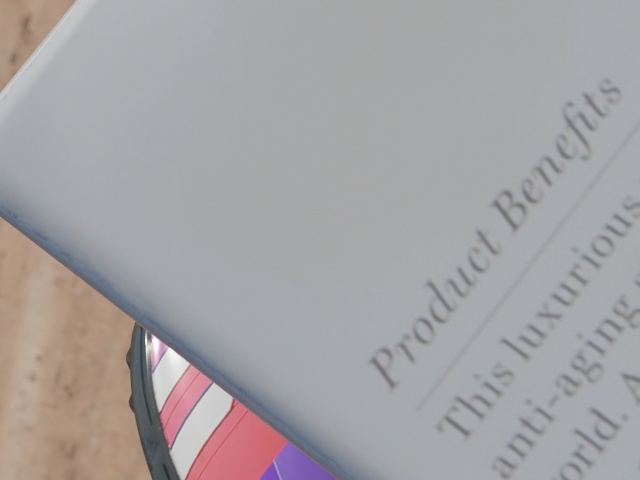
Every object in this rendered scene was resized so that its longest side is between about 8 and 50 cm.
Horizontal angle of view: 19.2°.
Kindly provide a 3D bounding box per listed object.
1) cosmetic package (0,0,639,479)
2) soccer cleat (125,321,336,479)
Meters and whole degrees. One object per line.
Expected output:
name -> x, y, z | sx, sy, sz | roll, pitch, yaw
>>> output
cosmetic package -> 0.170, 0.042, 0.434 | 0.453, 0.161, 0.230 | 38, 87, 15
soccer cleat -> 0.000, 0.000, 0.735 | 0.116, 0.109, 0.318 | -39, 36, 35
